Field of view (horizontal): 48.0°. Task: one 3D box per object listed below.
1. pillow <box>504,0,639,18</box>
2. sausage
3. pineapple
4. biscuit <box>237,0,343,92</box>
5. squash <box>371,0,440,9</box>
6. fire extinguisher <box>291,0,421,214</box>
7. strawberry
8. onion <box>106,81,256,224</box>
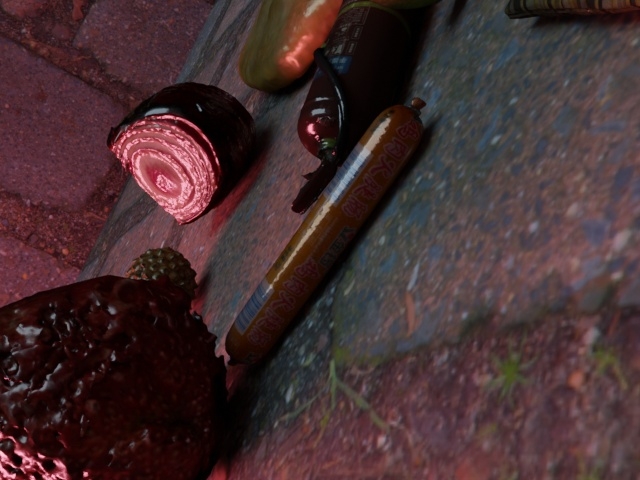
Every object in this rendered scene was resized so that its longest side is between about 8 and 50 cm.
[{"bbox_3d":[0.225,-0.214,0.536,0.113,0.038,0.203,-55,23,4],"label":"pillow"},{"bbox_3d":[0.000,0.000,0.739,0.348,0.053,0.053,-55,22,15],"label":"sausage"},{"bbox_3d":[-0.238,0.124,1.029,0.130,0.119,0.277,-35,30,11],"label":"pineapple"},{"bbox_3d":[-0.017,-0.453,1.275,0.429,0.104,0.446,-56,21,10],"label":"biscuit"},{"bbox_3d":[0.076,-0.376,0.778,0.049,0.252,0.252,-20,45,61],"label":"squash"},{"bbox_3d":[0.037,-0.190,0.837,0.141,0.105,0.341,129,162,-62],"label":"fire extinguisher"},{"bbox_3d":[-0.208,0.166,0.733,0.220,0.274,0.274,33,94,37],"label":"strawberry"},{"bbox_3d":[-0.209,-0.175,1.228,0.207,0.216,0.206,-31,18,33],"label":"onion"}]
